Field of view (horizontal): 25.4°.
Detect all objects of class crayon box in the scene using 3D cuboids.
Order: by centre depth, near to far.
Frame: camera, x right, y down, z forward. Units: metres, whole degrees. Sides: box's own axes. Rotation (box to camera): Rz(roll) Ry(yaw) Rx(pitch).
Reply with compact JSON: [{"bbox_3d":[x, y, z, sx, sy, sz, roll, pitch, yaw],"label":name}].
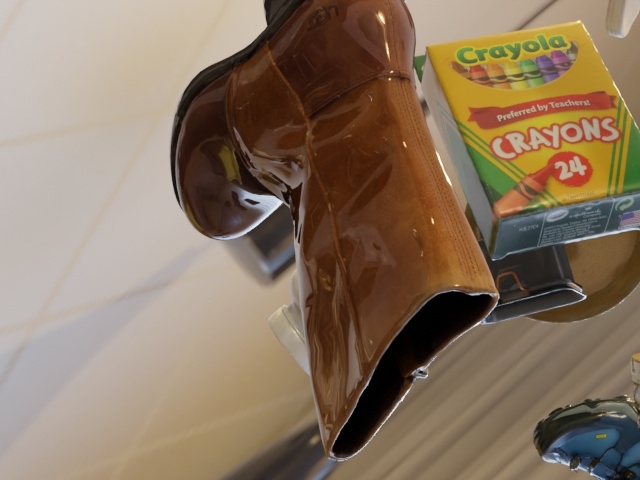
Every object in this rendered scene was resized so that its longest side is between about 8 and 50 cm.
[{"bbox_3d":[0.242,-0.141,1.642,0.081,0.202,0.319,92,-17,-52],"label":"crayon box"}]

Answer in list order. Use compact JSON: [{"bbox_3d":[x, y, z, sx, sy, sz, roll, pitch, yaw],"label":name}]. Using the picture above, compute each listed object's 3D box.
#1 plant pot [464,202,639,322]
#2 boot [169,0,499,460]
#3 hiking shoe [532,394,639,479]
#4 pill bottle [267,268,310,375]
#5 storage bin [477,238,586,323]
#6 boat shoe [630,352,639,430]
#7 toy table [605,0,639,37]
[{"bbox_3d":[0.294,-0.015,1.748,0.236,0.236,0.032,53,16,-7],"label":"plant pot"},{"bbox_3d":[0.000,0.000,0.830,0.264,0.096,0.280,-47,-136,39],"label":"boot"},{"bbox_3d":[0.399,0.271,1.660,0.304,0.132,0.113,10,-40,0],"label":"hiking shoe"},{"bbox_3d":[0.082,0.058,2.091,0.181,0.323,0.181,49,6,-6],"label":"pill bottle"},{"bbox_3d":[0.232,0.036,1.677,0.098,0.135,0.091,22,54,-60],"label":"storage bin"},{"bbox_3d":[0.357,0.167,1.275,0.285,0.102,0.092,-146,-126,-76],"label":"boat shoe"},{"bbox_3d":[0.433,-0.412,1.876,0.274,0.252,0.161,35,-7,34],"label":"toy table"}]
